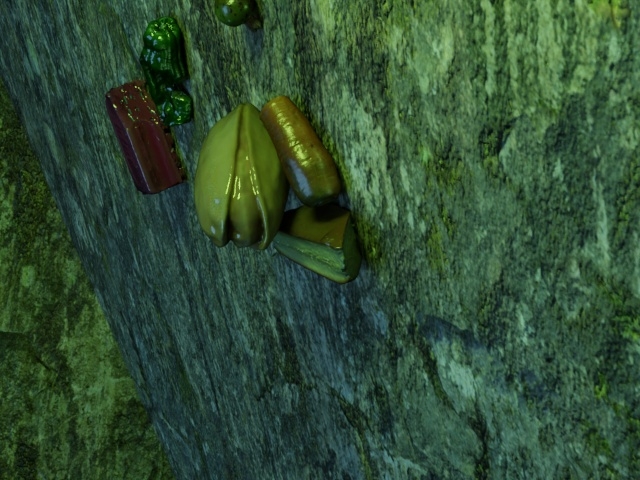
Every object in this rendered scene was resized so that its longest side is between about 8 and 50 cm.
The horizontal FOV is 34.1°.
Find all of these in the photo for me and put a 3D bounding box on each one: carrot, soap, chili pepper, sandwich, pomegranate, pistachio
[{"bbox_3d":[-0.033,-0.147,1.701,0.193,0.087,0.087,63,156,13],"label":"carrot"},{"bbox_3d":[-0.401,-0.236,2.356,0.162,0.099,0.250,16,126,68],"label":"soap"},{"bbox_3d":[-0.314,-0.336,2.106,0.099,0.083,0.253,37,148,32],"label":"chili pepper"},{"bbox_3d":[0.000,0.000,1.755,0.258,0.096,0.094,24,139,55],"label":"sandwich"},{"bbox_3d":[-0.134,-0.379,1.714,0.084,0.073,0.073,42,151,9],"label":"pomegranate"},{"bbox_3d":[-0.131,-0.107,1.758,0.182,0.162,0.293,100,176,-51],"label":"pistachio"}]
